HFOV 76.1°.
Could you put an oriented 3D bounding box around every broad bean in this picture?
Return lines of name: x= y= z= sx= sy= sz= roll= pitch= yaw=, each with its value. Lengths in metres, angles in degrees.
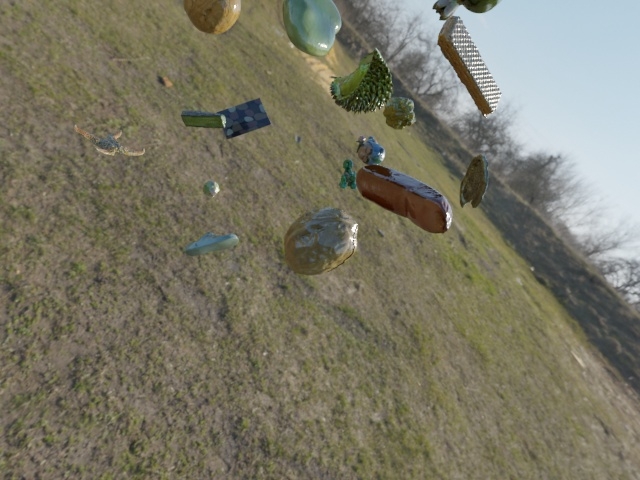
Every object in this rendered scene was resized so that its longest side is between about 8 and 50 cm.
broad bean: x=-0.022 y=-0.557 z=1.033 sx=0.169 sy=0.100 sz=0.227 roll=47 pitch=37 yaw=-35

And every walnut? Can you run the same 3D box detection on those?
walnut: x=0.000 y=0.000 z=1.246 sx=0.198 sy=0.245 sz=0.198 roll=61 pitch=12 yaw=-23
walnut: x=-0.393 y=-0.873 z=1.504 sx=0.195 sy=0.222 sz=0.195 roll=19 pitch=64 yaw=-45

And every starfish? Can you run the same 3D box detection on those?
starfish: x=-0.796 y=-0.371 z=1.558 sx=0.138 sy=0.050 sz=0.247 roll=48 pitch=19 yaw=7

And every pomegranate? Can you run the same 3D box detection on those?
pomegranate: x=0.271 y=-0.461 z=0.741 sx=0.114 sy=0.142 sz=0.114 roll=42 pitch=30 yaw=-30

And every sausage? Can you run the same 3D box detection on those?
sausage: x=0.205 y=-0.116 z=1.034 sx=0.348 sy=0.094 sz=0.097 roll=37 pitch=-30 yaw=50

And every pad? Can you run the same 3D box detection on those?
pad: x=-0.381 y=-0.606 z=2.028 sx=0.003 sy=0.235 sz=0.158 roll=114 pitch=-47 yaw=-77

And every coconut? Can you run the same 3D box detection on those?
coconut: x=-0.552 y=-0.261 z=2.063 sx=0.083 sy=0.082 sz=0.081 roll=49 pitch=5 yaw=33

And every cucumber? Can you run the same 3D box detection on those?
cucumber: x=-0.537 y=-0.570 z=1.903 sx=0.078 sy=0.212 sz=0.062 roll=77 pitch=23 yaw=-51

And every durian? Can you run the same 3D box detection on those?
durian: x=0.148 y=-0.545 z=1.452 sx=0.158 sy=0.168 sz=0.352 roll=1 pitch=3 yaw=-22

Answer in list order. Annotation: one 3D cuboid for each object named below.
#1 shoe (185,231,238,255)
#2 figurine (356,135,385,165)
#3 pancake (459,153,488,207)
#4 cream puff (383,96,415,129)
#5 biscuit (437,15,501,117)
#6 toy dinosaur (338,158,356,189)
shoe: x=-0.404 y=-0.002 z=1.505 sx=0.079 sy=0.195 sz=0.078 roll=83 pitch=-12 yaw=-66
figurine: x=0.207 y=-0.403 z=1.809 sx=0.145 sy=0.114 sz=0.178 roll=21 pitch=34 yaw=-23
pancake: x=0.577 y=-0.220 z=1.537 sx=0.029 sy=0.211 sz=0.235 roll=10 pitch=-1 yaw=-1
cream puff: x=0.373 y=-0.596 z=1.909 sx=0.121 sy=0.156 sz=0.156 roll=10 pitch=42 yaw=-37
biscuit: x=0.494 y=-0.555 z=1.339 sx=0.379 sy=0.094 sz=0.054 roll=37 pitch=-16 yaw=-37
toy dinosaur: x=0.096 y=-0.225 z=1.387 sx=0.059 sy=0.096 sz=0.132 roll=0 pitch=17 yaw=-13
